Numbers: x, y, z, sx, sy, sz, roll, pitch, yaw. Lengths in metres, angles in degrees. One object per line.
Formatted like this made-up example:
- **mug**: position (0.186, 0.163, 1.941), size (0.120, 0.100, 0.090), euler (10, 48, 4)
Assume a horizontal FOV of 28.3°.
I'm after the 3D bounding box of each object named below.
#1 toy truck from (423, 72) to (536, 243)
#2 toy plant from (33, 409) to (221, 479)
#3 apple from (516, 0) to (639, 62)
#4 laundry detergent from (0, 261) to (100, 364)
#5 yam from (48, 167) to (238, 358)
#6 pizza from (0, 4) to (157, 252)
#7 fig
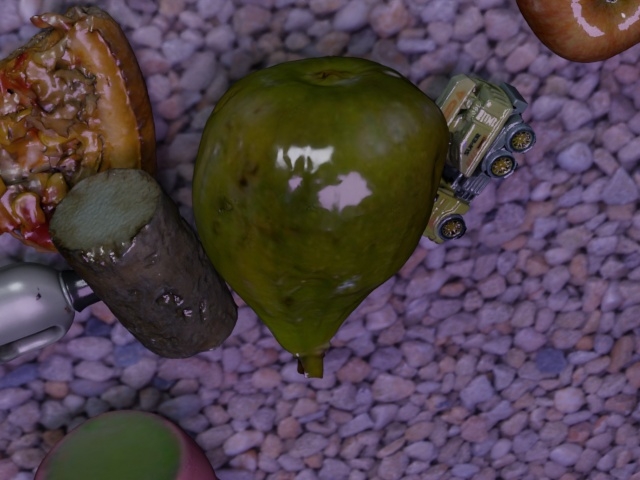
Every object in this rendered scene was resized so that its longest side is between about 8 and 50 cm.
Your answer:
- **toy truck**: position (0.125, -0.086, 1.235), size (0.100, 0.077, 0.169), euler (23, 117, -30)
- **toy plant**: position (-0.190, 0.366, 1.366), size (0.317, 0.211, 0.356), euler (-49, 147, -30)
- **apple**: position (0.245, -0.232, 1.133), size (0.146, 0.131, 0.146), euler (-4, 124, -5)
- **laundry detergent**: position (-0.313, 0.074, 1.237), size (0.226, 0.070, 0.099), euler (-20, 120, -2)
- **yam**: position (-0.153, 0.029, 1.158), size (0.107, 0.107, 0.194), euler (-26, 138, 4)
- **pizza**: position (-0.267, -0.101, 1.128), size (0.288, 0.074, 0.251), euler (12, 117, -24)
- **fig**: position (-0.016, -0.015, 1.136), size (0.233, 0.233, 0.314), euler (16, 102, -24)
